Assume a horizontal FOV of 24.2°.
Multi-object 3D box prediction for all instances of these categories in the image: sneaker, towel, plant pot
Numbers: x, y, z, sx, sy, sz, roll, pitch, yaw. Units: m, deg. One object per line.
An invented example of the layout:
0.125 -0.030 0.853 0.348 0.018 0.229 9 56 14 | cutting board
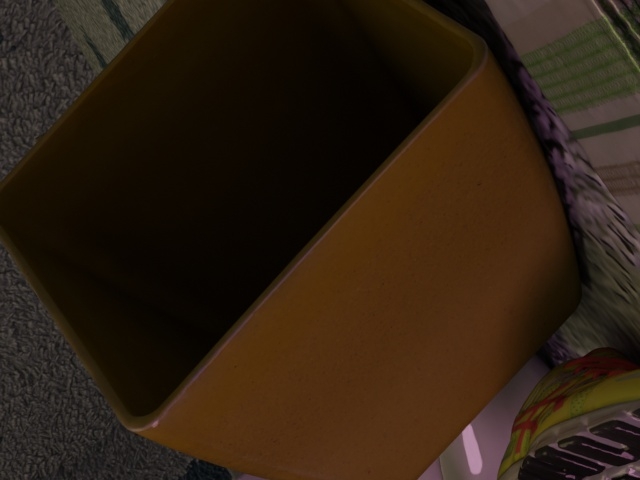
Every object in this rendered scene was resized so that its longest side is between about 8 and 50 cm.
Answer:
0.133 0.085 0.701 0.081 0.094 0.208 24 154 -7 | sneaker
0.108 -0.049 0.516 0.152 0.023 0.113 55 175 -5 | towel
0.000 0.000 0.727 0.187 0.212 0.212 42 -178 -41 | plant pot

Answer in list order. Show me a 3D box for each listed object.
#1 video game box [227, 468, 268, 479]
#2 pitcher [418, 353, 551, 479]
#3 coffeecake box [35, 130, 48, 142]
-0.007 0.165 1.444 0.048 0.205 0.187 57 173 -15 | video game box
0.083 0.121 0.868 0.178 0.125 0.207 -77 -25 -43 | pitcher
-0.083 -0.072 0.990 0.068 0.185 0.142 61 172 -29 | coffeecake box
